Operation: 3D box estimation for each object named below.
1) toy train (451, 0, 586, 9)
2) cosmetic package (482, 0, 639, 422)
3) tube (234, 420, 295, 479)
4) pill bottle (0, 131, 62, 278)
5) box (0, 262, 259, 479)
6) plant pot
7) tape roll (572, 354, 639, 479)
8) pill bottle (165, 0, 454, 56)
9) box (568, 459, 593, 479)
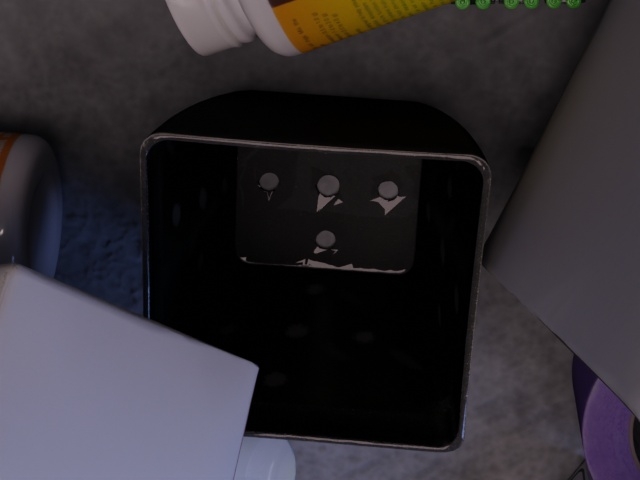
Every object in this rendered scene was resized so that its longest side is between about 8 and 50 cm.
[{"bbox_3d":[0.120,-0.153,0.870,0.083,0.017,0.023,0,105,5],"label":"toy train"},{"bbox_3d":[0.346,-0.024,0.697,0.394,0.327,0.329,25,97,-8],"label":"cosmetic package"},{"bbox_3d":[-0.112,0.139,0.948,0.062,0.240,0.070,9,86,-39],"label":"tube"},{"bbox_3d":[-0.282,-0.015,0.911,0.216,0.121,0.121,4,116,2],"label":"pill bottle"},{"bbox_3d":[-0.228,0.143,0.788,0.345,0.215,0.168,-3,158,45],"label":"box"},{"bbox_3d":[0.000,0.000,0.870,0.188,0.167,0.188,4,115,3],"label":"plant pot"},{"bbox_3d":[0.264,0.105,0.946,0.189,0.080,0.189,2,116,3],"label":"tape roll"},{"bbox_3d":[0.018,-0.177,0.811,0.215,0.117,0.117,-18,113,13],"label":"pill bottle"},{"bbox_3d":[0.178,0.319,1.051,0.169,0.087,0.290,29,114,-9],"label":"box"}]
